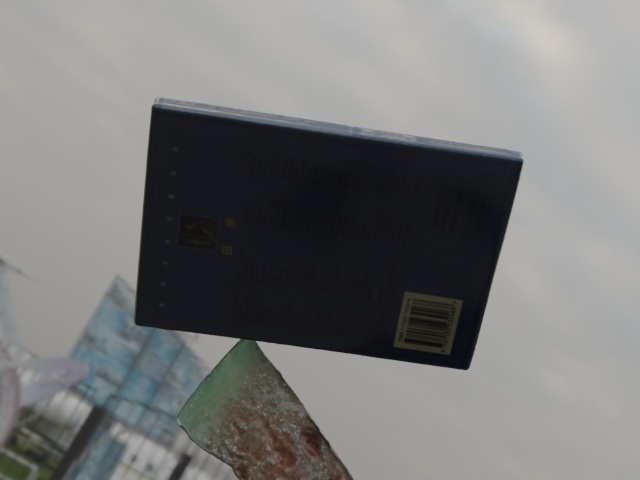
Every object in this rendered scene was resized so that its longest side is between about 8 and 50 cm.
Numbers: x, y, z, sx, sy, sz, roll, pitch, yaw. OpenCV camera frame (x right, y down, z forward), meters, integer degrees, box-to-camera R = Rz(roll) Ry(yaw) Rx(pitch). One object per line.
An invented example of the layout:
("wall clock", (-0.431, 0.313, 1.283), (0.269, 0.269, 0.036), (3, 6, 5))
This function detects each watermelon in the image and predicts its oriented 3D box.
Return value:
("watermelon", (-0.010, 0.208, 1.009), (0.241, 0.094, 0.154), (48, -6, 22))

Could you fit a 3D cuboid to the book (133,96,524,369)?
("book", (0.000, 0.000, 0.890), (0.269, 0.190, 0.025), (8, 29, -3))
